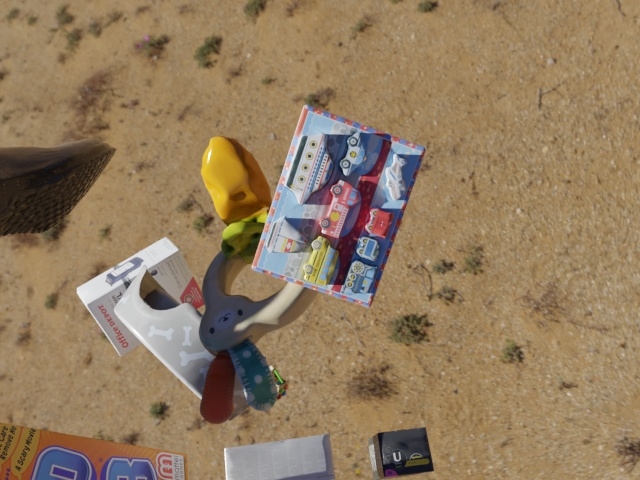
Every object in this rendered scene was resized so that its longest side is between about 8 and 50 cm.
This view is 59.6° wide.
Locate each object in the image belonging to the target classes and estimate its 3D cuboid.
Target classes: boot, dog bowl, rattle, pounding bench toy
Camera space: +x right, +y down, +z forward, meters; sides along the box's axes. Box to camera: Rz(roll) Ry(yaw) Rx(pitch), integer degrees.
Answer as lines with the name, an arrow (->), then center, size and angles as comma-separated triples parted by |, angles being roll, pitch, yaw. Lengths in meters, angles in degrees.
boot -> -0.381, -0.100, 0.585 | 0.222, 0.338, 0.118 | 40, 112, -6
dog bowl -> -0.249, 0.204, 1.071 | 0.348, 0.349, 0.102 | 30, 69, 38
rattle -> -0.073, 0.032, 0.478 | 0.130, 0.143, 0.200 | 14, 52, 17
pounding bench toy -> -0.120, 0.390, 1.537 | 0.065, 0.052, 0.083 | 30, 117, 24

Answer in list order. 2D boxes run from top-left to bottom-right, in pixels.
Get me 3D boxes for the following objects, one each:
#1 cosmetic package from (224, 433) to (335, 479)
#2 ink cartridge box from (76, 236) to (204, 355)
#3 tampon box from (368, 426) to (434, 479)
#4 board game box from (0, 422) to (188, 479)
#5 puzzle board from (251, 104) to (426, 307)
cosmetic package -> -0.092, 0.502, 1.254 | 0.238, 0.060, 0.099 | -3, 67, -11
ink cartridge box -> -0.417, 0.131, 1.319 | 0.237, 0.172, 0.100 | -33, 36, -20
tampon box -> 0.190, 0.520, 1.359 | 0.120, 0.161, 0.102 | -5, 66, -7
board game box -> -0.455, 0.574, 0.914 | 0.356, 0.356, 0.356 | -44, 40, 23
puzzle board -> 0.013, -0.024, 0.415 | 0.096, 0.011, 0.128 | 18, 95, -7
